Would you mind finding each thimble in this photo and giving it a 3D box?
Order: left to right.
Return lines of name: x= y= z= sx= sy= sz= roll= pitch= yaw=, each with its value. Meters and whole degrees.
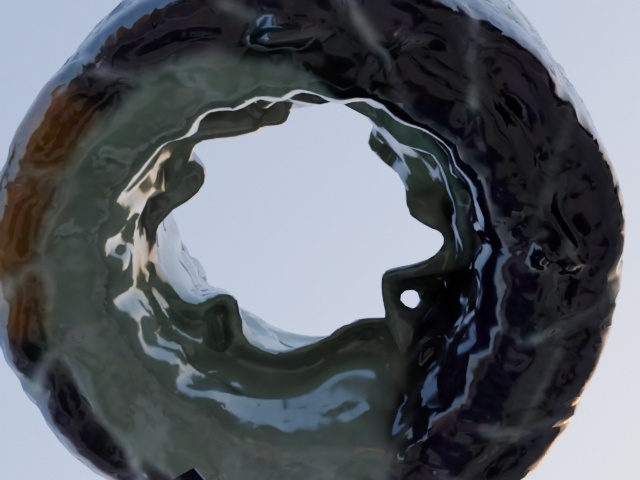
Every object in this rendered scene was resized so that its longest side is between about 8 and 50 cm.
thimble: x=0.000 y=0.000 z=0.571 sx=0.237 sy=0.150 sz=0.237 roll=1 pitch=-71 yaw=4

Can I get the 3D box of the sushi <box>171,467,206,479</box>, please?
sushi: x=-0.042 y=0.197 z=0.394 sx=0.150 sy=0.153 sz=0.172 roll=-28 pitch=-52 yaw=-19
